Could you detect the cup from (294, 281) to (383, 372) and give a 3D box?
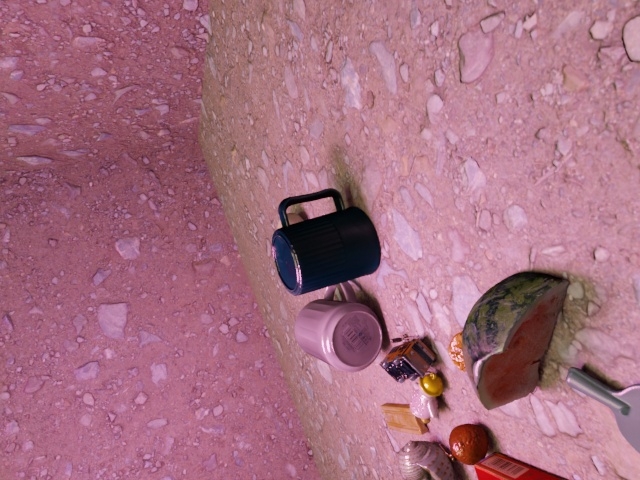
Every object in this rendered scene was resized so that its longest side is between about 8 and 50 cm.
[{"bbox_3d":[0.072,0.300,1.614,0.327,0.236,0.323,167,113,-68],"label":"cup"}]

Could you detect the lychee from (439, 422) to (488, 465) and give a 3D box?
[{"bbox_3d":[0.395,0.557,1.181,0.114,0.101,0.140,-65,-12,-68],"label":"lychee"}]

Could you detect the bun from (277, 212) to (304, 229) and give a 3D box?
[{"bbox_3d":[-0.112,-0.025,1.906,0.195,0.118,0.196,37,132,57],"label":"bun"}]

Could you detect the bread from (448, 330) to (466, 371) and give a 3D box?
[{"bbox_3d":[0.371,0.283,1.124,0.111,0.044,0.083,98,150,-43],"label":"bread"}]

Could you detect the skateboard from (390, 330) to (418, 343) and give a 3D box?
[{"bbox_3d":[0.266,0.306,1.364,0.083,0.063,0.032,-34,62,56],"label":"skateboard"}]

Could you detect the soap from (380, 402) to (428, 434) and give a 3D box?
[{"bbox_3d":[0.291,0.631,1.551,0.092,0.037,0.252,69,157,12],"label":"soap"}]

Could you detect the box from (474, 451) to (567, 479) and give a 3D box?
[{"bbox_3d":[0.512,0.633,0.987,0.313,0.089,0.198,-23,83,67],"label":"box"}]

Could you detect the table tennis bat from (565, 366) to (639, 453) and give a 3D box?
[{"bbox_3d":[0.545,0.299,0.751,0.244,0.040,0.153,32,133,52],"label":"table tennis bat"}]

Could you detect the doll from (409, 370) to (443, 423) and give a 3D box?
[{"bbox_3d":[0.321,0.470,1.319,0.129,0.081,0.207,-116,25,-52],"label":"doll"}]

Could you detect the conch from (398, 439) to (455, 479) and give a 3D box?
[{"bbox_3d":[0.343,0.712,1.377,0.172,0.131,0.200,-26,110,43],"label":"conch"}]

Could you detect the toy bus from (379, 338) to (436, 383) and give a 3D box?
[{"bbox_3d":[0.268,0.367,1.334,0.091,0.103,0.182,44,154,4],"label":"toy bus"}]

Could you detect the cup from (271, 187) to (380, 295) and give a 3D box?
[{"bbox_3d":[0.009,0.011,1.427,0.242,0.292,0.308,42,141,50],"label":"cup"}]

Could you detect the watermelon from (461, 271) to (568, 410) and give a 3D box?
[{"bbox_3d":[0.393,0.193,0.908,0.180,0.224,0.305,10,122,14],"label":"watermelon"}]
